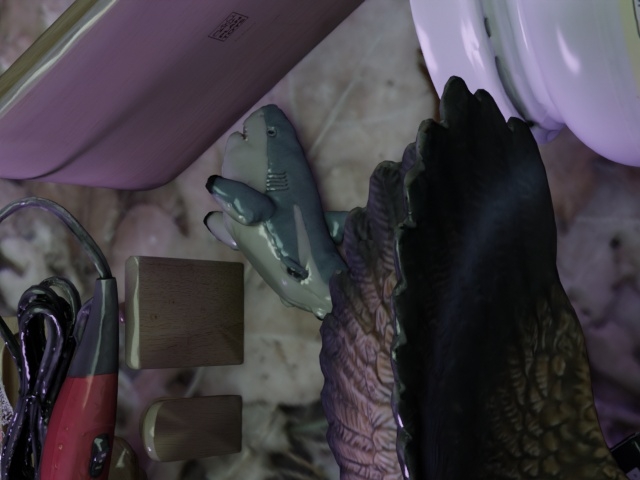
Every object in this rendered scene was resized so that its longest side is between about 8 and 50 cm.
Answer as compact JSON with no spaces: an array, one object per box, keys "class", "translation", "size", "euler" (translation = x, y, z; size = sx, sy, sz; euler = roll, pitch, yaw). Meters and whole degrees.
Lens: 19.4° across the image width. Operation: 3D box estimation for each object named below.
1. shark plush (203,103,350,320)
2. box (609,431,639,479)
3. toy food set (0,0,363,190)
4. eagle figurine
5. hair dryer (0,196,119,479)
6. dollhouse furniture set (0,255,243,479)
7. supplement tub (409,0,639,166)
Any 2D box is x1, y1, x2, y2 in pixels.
[{"class":"shark plush","translation":[0.000,0.000,1.008],"size":[0.067,0.073,0.161],"euler":[-38,67,-15]},{"class":"box","translation":[0.092,0.196,0.890],"size":[0.261,0.184,0.103],"euler":[-37,77,17]},{"class":"toy food set","translation":[-0.073,-0.142,0.952],"size":[0.306,0.220,0.092],"euler":[-43,74,15]},{"class":"eagle figurine","translation":[0.090,0.105,0.687],"size":[0.298,0.225,0.226],"euler":[45,130,-2]},{"class":"hair dryer","translation":[-0.140,0.148,0.953],"size":[0.293,0.080,0.223],"euler":[58,138,17]},{"class":"dollhouse furniture set","translation":[-0.136,0.084,1.019],"size":[0.151,0.123,0.144],"euler":[-2,87,22]},{"class":"supplement tub","translation":[0.218,-0.154,0.825],"size":[0.325,0.235,0.235],"euler":[-4,86,22]}]
